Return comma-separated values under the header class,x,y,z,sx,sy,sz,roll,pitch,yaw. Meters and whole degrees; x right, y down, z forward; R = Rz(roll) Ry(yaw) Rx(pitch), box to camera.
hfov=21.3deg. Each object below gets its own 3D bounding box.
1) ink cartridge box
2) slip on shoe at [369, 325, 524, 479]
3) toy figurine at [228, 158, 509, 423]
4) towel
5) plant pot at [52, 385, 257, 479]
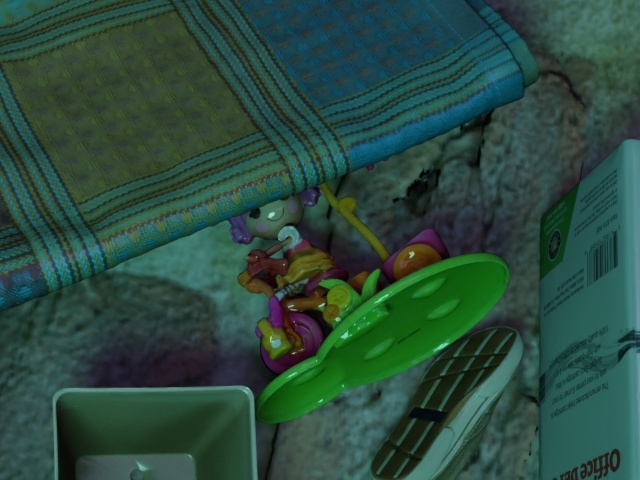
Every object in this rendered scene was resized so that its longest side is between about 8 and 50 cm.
class,x,y,z,sx,sy,sz,roll,pitch,yaw
ink cartridge box,0.192,0.065,1.009,0.087,0.153,0.208,7,72,-12
slip on shoe,0.081,0.109,1.030,0.135,0.051,0.041,-52,128,-30
toy figurine,0.000,0.000,1.027,0.173,0.130,0.159,-33,66,4
towel,-0.091,-0.117,1.015,0.370,0.040,0.271,-22,55,-18
plant pot,-0.096,0.145,0.946,0.109,0.096,0.109,0,72,-12
